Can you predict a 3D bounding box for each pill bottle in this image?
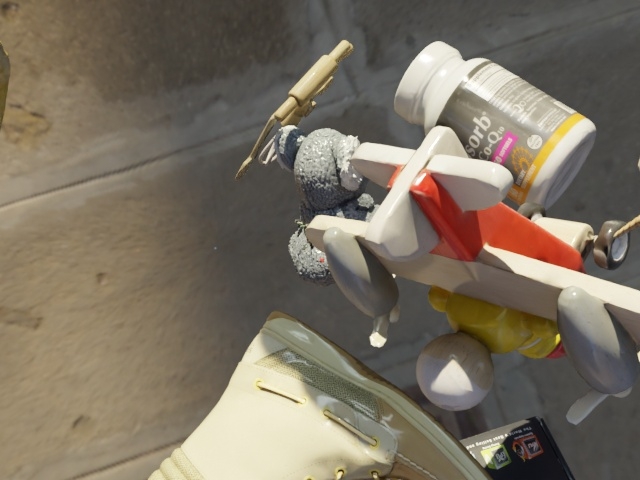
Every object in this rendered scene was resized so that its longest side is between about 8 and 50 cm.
[{"bbox_3d":[0.258,-0.176,1.461,0.278,0.162,0.162,36,86,20],"label":"pill bottle"}]

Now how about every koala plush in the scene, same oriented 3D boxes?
[{"bbox_3d":[0.025,-0.067,1.425,0.203,0.196,0.221,-37,128,-26],"label":"koala plush"}]

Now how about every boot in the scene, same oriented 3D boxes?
[{"bbox_3d":[0.000,0.204,0.804,0.262,0.095,0.203,34,77,23],"label":"boot"}]

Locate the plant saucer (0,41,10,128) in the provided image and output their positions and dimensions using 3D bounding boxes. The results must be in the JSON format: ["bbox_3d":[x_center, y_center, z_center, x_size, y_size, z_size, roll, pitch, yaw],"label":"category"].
[{"bbox_3d":[-0.158,0.091,0.221,0.080,0.332,0.333,14,90,-15],"label":"plant saucer"}]

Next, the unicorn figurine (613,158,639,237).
[{"bbox_3d":[0.168,-0.078,0.394,0.162,0.060,0.111,-45,120,5],"label":"unicorn figurine"}]

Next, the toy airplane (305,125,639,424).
[{"bbox_3d":[0.167,0.051,1.053,0.384,0.386,0.273,20,87,-2],"label":"toy airplane"}]

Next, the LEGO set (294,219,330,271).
[{"bbox_3d":[-0.001,0.002,1.282,0.023,0.054,0.083,-40,106,-46],"label":"LEGO set"}]

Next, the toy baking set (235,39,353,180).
[{"bbox_3d":[-0.032,-0.194,1.469,0.030,0.197,0.256,39,68,5],"label":"toy baking set"}]

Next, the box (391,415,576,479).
[{"bbox_3d":[0.167,0.428,1.236,0.394,0.097,0.318,-14,52,-10],"label":"box"}]
